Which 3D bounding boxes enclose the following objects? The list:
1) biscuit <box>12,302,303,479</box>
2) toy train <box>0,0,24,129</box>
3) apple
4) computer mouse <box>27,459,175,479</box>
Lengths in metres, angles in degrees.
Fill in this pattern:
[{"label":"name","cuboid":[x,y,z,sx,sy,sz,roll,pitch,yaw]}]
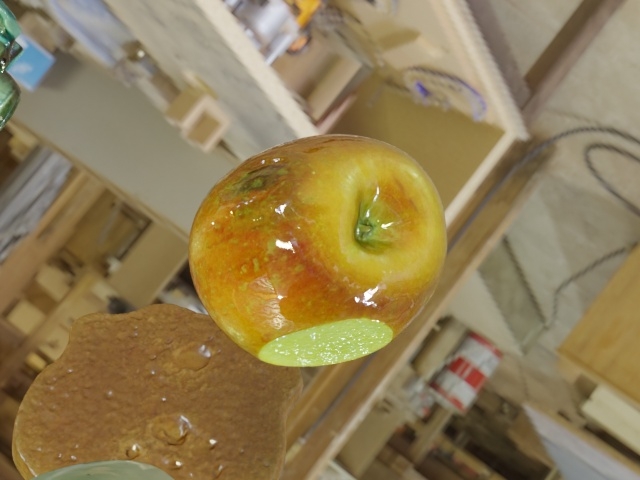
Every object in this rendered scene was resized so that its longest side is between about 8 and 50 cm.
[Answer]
[{"label":"biscuit","cuboid":[-0.164,0.180,1.167,0.273,0.257,0.049,14,142,4]},{"label":"toy train","cuboid":[-0.267,-0.140,0.682,0.198,0.107,0.154,42,172,-24]},{"label":"apple","cuboid":[0.000,0.000,0.515,0.114,0.099,0.102,16,150,-39]},{"label":"computer mouse","cuboid":[-0.133,0.243,0.725,0.288,0.159,0.097,-121,29,-55]}]
